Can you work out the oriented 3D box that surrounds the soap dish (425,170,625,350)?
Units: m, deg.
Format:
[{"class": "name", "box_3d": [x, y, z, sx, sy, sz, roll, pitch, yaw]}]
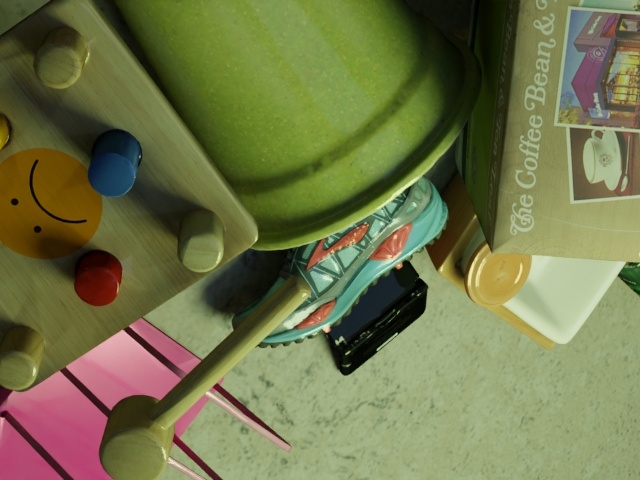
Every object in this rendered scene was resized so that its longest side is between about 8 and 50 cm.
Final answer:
[{"class": "soap dish", "box_3d": [0.254, -0.051, 1.697, 0.229, 0.118, 0.291, 33, 90, -42]}]

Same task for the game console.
[{"class": "game console", "box_3d": [0.049, 0.070, 1.675, 0.122, 0.071, 0.107, -38, 160, -15]}]

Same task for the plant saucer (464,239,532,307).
[{"class": "plant saucer", "box_3d": [0.184, 0.031, 1.598, 0.083, 0.013, 0.084, -16, 121, -29]}]

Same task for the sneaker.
[{"class": "sneaker", "box_3d": [0.000, 0.000, 1.565, 0.262, 0.104, 0.125, -40, 113, -20]}]

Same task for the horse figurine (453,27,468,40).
[{"class": "horse figurine", "box_3d": [0.198, -0.269, 1.582, 0.174, 0.066, 0.263, -21, 121, -20]}]

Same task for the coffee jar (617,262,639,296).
[{"class": "coffee jar", "box_3d": [0.401, 0.032, 1.863, 0.184, 0.096, 0.079, 36, 91, -41]}]

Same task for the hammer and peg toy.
[{"class": "hammer and peg toy", "box_3d": [-0.184, 0.003, 1.274, 0.266, 0.127, 0.361, -33, 109, 10]}]

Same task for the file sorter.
[{"class": "file sorter", "box_3d": [-0.201, 0.231, 1.453, 0.291, 0.182, 0.202, -52, 132, -4]}]

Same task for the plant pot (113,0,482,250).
[{"class": "plant pot", "box_3d": [-0.043, -0.176, 1.339, 0.276, 0.276, 0.254, -44, 120, -11]}]

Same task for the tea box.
[{"class": "tea box", "box_3d": [0.252, -0.179, 1.387, 0.219, 0.323, 0.329, 4, 108, -1]}]
